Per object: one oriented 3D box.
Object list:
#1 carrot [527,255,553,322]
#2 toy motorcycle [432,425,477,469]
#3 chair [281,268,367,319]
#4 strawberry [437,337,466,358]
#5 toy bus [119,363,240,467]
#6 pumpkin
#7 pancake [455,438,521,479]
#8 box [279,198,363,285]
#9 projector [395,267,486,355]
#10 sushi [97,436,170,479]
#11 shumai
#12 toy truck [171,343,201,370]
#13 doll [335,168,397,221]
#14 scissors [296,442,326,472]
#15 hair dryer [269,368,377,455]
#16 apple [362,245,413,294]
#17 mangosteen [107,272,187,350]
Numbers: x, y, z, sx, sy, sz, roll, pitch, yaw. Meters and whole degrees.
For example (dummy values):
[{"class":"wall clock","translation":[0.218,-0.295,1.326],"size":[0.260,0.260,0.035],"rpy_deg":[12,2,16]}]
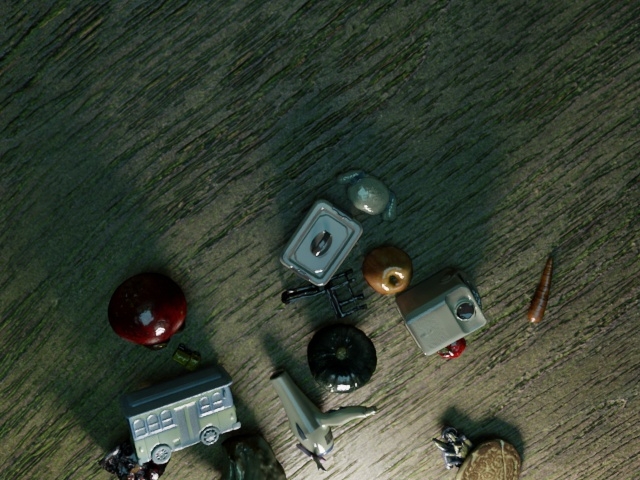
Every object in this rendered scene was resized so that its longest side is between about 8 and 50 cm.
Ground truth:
[{"class":"carrot","translation":[0.683,0.151,1.796],"size":[0.048,0.048,0.216],"rpy_deg":[13,98,-6]},{"class":"toy motorcycle","translation":[0.438,0.684,1.899],"size":[0.193,0.061,0.124],"rpy_deg":[40,91,-19]},{"class":"chair","translation":[0.010,0.175,1.730],"size":[0.229,0.106,0.113],"rpy_deg":[-20,102,3]},{"class":"strawberry","translation":[0.402,0.313,1.795],"size":[0.106,0.106,0.106],"rpy_deg":[-1,104,-3]},{"class":"toy bus","translation":[-0.408,0.504,1.713],"size":[0.312,0.152,0.190],"rpy_deg":[-14,106,-24]},{"class":"pumpkin","translation":[0.062,0.345,1.728],"size":[0.211,0.212,0.152],"rpy_deg":[-1,137,-3]},{"class":"pancake","translation":[0.547,0.762,1.910],"size":[0.250,0.031,0.250],"rpy_deg":[-6,109,-17]},{"class":"box","translation":[0.000,0.000,1.674],"size":[0.162,0.130,0.227],"rpy_deg":[33,99,-10]},{"class":"projector","translation":[0.358,0.200,1.718],"size":[0.242,0.177,0.163],"rpy_deg":[-30,105,3]},{"class":"sushi","translation":[-0.552,0.676,1.795],"size":[0.172,0.153,0.150],"rpy_deg":[-38,82,-14]},{"class":"shumai","translation":[-0.206,0.726,1.771],"size":[0.304,0.309,0.263],"rpy_deg":[4,93,34]},{"class":"toy truck","translation":[-0.405,0.358,1.775],"size":[0.083,0.054,0.049],"rpy_deg":[32,100,-11]},{"class":"doll","translation":[0.141,-0.132,1.678],"size":[0.214,0.071,0.103],"rpy_deg":[34,101,-14]},{"class":"scissors","translation":[-0.013,0.677,1.798],"size":[0.110,0.212,0.021],"rpy_deg":[32,82,-11]},{"class":"hair dryer","translation":[-0.019,0.488,1.775],"size":[0.296,0.119,0.298],"rpy_deg":[41,121,0]},{"class":"apple","translation":[0.199,0.087,1.705],"size":[0.146,0.131,0.146],"rpy_deg":[-2,107,-8]},{"class":"mangosteen","translation":[-0.479,0.214,1.675],"size":[0.215,0.215,0.257],"rpy_deg":[-18,135,1]}]
